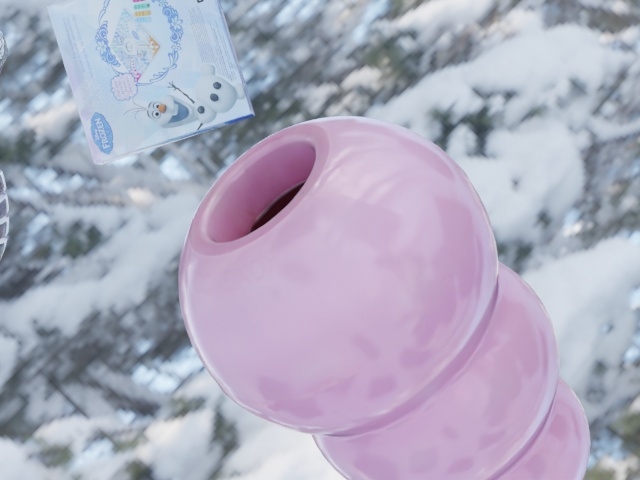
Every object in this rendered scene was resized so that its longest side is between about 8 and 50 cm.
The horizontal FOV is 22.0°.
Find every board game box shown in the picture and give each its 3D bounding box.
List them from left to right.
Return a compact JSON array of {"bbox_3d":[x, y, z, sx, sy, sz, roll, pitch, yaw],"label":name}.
[{"bbox_3d":[-0.091,-0.096,0.886,0.020,0.090,0.090,0,73,-85],"label":"board game box"}]

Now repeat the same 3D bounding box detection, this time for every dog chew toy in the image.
[{"bbox_3d":[0.061,0.075,1.081,0.207,0.206,0.332,-1,-41,51],"label":"dog chew toy"}]

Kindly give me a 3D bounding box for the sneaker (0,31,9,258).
[{"bbox_3d":[-0.325,-0.101,1.526,0.106,0.162,0.281,7,-57,4],"label":"sneaker"}]
